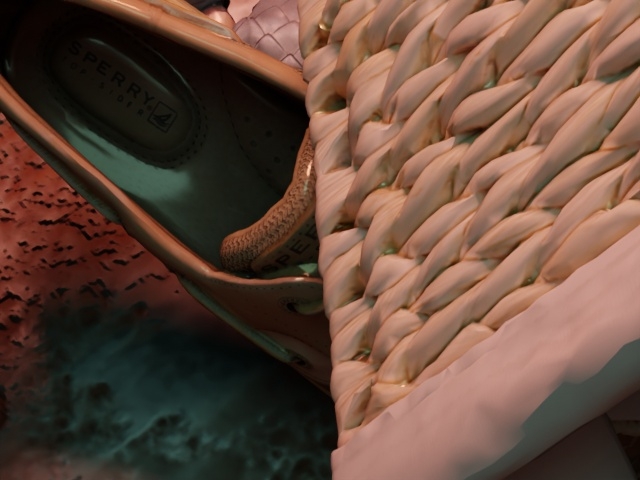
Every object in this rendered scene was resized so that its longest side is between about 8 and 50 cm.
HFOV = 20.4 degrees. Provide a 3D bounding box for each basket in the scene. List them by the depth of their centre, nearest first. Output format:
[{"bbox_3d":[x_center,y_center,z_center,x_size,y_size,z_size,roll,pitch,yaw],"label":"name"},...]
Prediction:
[{"bbox_3d":[0.204,-0.040,0.598,0.328,0.331,0.266,14,51,-30],"label":"basket"}]

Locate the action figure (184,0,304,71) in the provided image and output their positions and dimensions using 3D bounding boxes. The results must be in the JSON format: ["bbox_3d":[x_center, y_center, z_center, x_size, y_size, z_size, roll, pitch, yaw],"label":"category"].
[{"bbox_3d":[0.009,-0.145,0.842,0.185,0.099,0.285,12,70,11],"label":"action figure"}]

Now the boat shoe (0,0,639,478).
[{"bbox_3d":[0.000,0.000,0.728,0.341,0.110,0.121,30,96,4],"label":"boat shoe"}]
